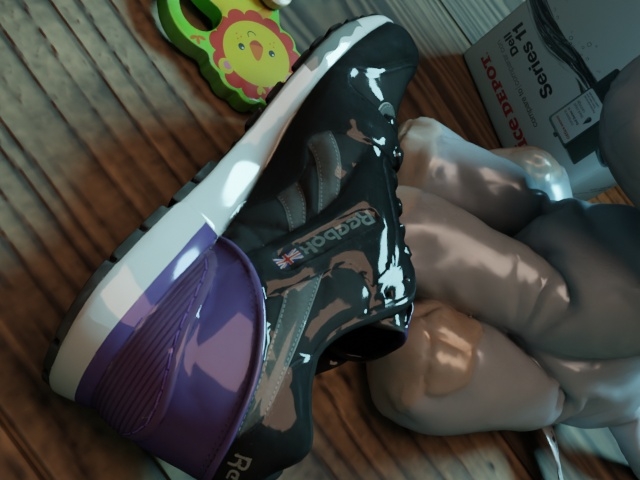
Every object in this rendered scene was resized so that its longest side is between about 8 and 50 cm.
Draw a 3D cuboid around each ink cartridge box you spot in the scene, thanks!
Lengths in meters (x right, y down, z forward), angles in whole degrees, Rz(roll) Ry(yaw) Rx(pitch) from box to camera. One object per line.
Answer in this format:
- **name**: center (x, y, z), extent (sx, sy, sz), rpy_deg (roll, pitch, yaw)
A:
- **ink cartridge box**: center (0.227, -0.134, 0.618), extent (0.087, 0.208, 0.153), rpy_deg (-8, 71, -38)

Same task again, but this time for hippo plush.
- **hippo plush**: center (0.168, 0.019, 0.465), extent (0.234, 0.236, 0.294), rpy_deg (-14, 76, -43)

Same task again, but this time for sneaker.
- **sneaker**: center (0.000, 0.000, 0.421), extent (0.124, 0.107, 0.283), rpy_deg (34, 56, 3)

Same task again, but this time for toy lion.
- **toy lion**: center (-0.055, -0.128, 0.514), extent (0.100, 0.034, 0.096), rpy_deg (13, 67, -33)
